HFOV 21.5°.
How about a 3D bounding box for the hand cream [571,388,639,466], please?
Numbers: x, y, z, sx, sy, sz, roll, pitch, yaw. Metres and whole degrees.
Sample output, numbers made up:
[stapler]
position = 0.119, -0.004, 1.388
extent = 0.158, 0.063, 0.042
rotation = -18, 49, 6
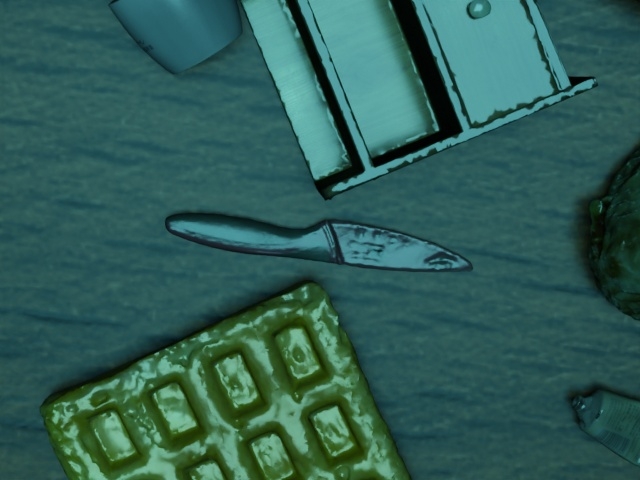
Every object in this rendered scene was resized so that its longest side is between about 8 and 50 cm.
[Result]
[hand cream]
position = 0.275, 0.163, 1.356
extent = 0.165, 0.037, 0.057
rotation = 26, 94, -11

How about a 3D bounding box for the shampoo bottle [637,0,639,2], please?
[shampoo bottle]
position = 0.249, -0.235, 1.278
extent = 0.283, 0.101, 0.101
rotation = 29, 94, -4

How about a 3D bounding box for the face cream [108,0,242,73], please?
[face cream]
position = -0.110, -0.182, 1.278
extent = 0.091, 0.091, 0.095
rotation = -31, 103, 1

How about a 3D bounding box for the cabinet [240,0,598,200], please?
[cabinet]
position = 0.067, -0.153, 1.257
extent = 0.215, 0.148, 0.175
rotation = -22, 96, -1

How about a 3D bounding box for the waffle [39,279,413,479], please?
[waffle]
position = -0.067, 0.176, 1.330
extent = 0.247, 0.055, 0.221
rotation = -24, 95, 1

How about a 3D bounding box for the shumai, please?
[shumai]
position = 0.301, -0.001, 1.282
extent = 0.184, 0.142, 0.184
rotation = 0, 93, -4

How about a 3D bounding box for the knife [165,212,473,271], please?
[knife]
position = 0.000, 0.000, 1.337
extent = 0.247, 0.018, 0.035
rotation = 7, 92, -5
